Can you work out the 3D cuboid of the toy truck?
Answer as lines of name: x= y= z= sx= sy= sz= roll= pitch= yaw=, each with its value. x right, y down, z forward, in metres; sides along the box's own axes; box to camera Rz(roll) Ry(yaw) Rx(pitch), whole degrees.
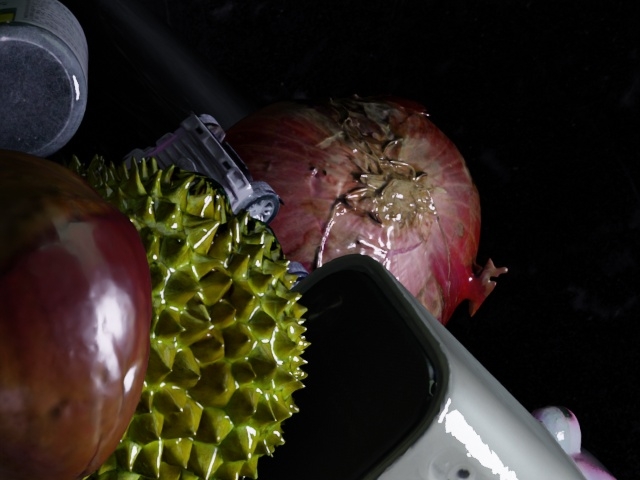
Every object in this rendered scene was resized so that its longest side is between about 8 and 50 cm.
toy truck: x=-0.105 y=0.021 z=1.747 sx=0.124 sy=0.155 sz=0.268 roll=51 pitch=-10 yaw=34

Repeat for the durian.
durian: x=-0.135 y=0.073 z=1.382 sx=0.291 sy=0.224 sz=0.291 roll=28 pitch=-30 yaw=17

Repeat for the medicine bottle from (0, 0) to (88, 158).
medicine bottle: x=-0.308 y=-0.178 z=1.996 sx=0.141 sy=0.141 sz=0.293 roll=45 pitch=8 yaw=-16

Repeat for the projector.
projector: x=0.048 y=0.199 z=1.519 sx=0.249 sy=0.248 sz=0.248 roll=44 pitch=6 yaw=-33

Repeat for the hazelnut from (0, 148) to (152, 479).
hazelnut: x=-0.203 y=0.050 z=1.159 sx=0.229 sy=0.229 sz=0.229 roll=46 pitch=7 yaw=-7

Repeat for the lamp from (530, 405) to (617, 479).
lamp: x=0.238 y=0.356 z=2.109 sx=0.247 sy=0.247 sz=0.301 roll=-6 pitch=53 yaw=-29

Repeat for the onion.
onion: x=0.021 y=0.000 z=2.155 sx=0.353 sy=0.353 sz=0.353 roll=46 pitch=7 yaw=-7
